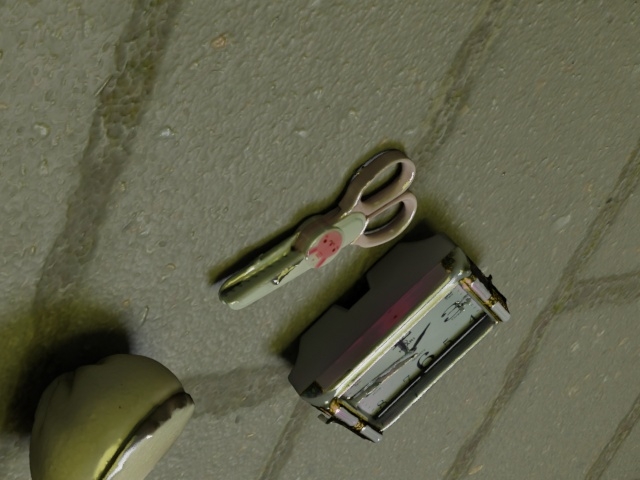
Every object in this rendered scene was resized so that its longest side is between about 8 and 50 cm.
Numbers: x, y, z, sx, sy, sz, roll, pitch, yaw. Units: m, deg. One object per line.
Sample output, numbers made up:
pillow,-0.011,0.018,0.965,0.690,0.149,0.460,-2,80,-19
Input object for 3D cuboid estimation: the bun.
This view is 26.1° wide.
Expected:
bun,-0.214,0.180,1.323,0.173,0.120,0.173,-51,170,-13

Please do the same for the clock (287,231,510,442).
clock,0.088,0.112,1.573,0.253,0.083,0.186,-44,145,2

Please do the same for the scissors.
scissors,0.000,0.000,1.411,0.242,0.030,0.118,-33,145,-18
